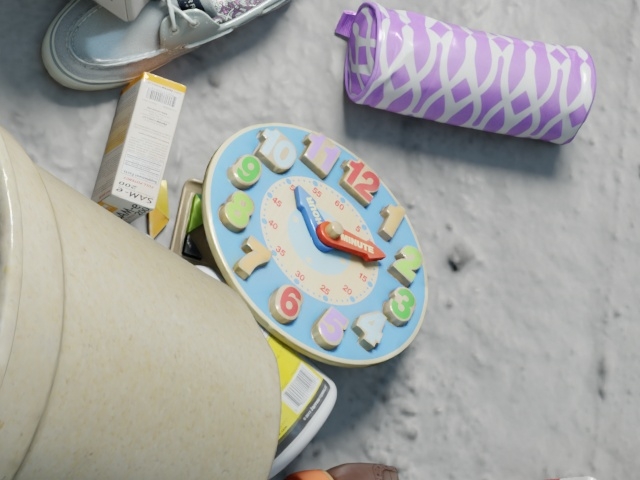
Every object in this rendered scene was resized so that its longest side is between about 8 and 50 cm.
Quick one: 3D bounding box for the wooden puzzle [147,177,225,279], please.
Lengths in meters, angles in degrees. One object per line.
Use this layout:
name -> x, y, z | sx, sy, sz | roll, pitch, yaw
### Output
wooden puzzle -> -0.079, -0.005, 1.471 | 0.116, 0.014, 0.078 | 10, 77, -20

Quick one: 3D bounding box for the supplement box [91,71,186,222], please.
supplement box -> -0.135, -0.068, 1.435 | 0.036, 0.062, 0.098 | 19, 75, -19

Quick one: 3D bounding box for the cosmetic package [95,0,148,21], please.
cosmetic package -> -0.106, -0.365, 1.423 | 0.197, 0.155, 0.365 | 33, 67, 13

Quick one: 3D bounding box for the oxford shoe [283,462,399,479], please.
oxford shoe -> 0.050, 0.295, 1.425 | 0.098, 0.097, 0.271 | -9, 84, -28

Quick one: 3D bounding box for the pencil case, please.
pencil case -> 0.119, -0.134, 1.535 | 0.206, 0.086, 0.088 | 10, 43, -21

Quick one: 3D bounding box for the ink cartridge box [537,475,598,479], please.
ink cartridge box -> 0.182, 0.254, 1.478 | 0.056, 0.099, 0.135 | 28, 73, -16

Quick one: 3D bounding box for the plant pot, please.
plant pot -> -0.197, 0.087, 1.184 | 0.305, 0.334, 0.333 | 24, 70, -48

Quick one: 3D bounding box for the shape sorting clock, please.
shape sorting clock -> 0.000, 0.000, 1.452 | 0.206, 0.040, 0.206 | 26, 43, -28

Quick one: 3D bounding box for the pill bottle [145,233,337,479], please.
pill bottle -> -0.084, 0.084, 1.404 | 0.184, 0.103, 0.103 | 44, 69, -8

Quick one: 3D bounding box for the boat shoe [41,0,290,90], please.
boat shoe -> -0.103, -0.183, 1.457 | 0.227, 0.081, 0.079 | -27, 90, -23
